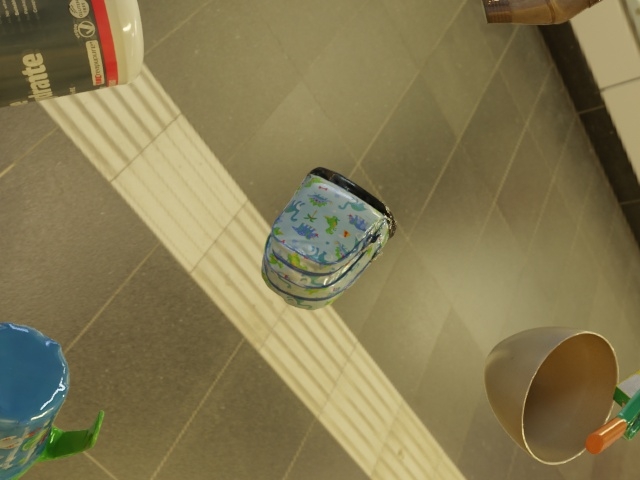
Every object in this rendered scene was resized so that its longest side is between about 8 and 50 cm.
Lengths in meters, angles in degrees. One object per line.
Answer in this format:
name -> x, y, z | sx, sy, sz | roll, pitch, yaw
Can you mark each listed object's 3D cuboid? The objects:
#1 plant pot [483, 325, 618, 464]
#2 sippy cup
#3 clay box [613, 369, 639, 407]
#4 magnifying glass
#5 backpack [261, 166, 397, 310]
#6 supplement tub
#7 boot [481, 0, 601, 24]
plant pot -> 0.462, 0.303, 1.389 | 0.284, 0.191, 0.284 | -7, 104, -29
sippy cup -> -0.508, 0.248, 1.010 | 0.306, 0.224, 0.240 | -5, 62, -48
clay box -> 0.687, 0.277, 1.227 | 0.222, 0.127, 0.053 | -25, 130, -14
magnifying glass -> 0.433, 0.260, 0.929 | 0.231, 0.026, 0.092 | -5, 118, -49
backpack -> 0.000, 0.000, 1.615 | 0.290, 0.273, 0.355 | 35, 69, 8
supplement tub -> -0.334, -0.230, 0.652 | 0.272, 0.191, 0.191 | -17, 94, -19
boot -> 0.154, -0.206, 0.467 | 0.042, 0.087, 0.118 | 36, 43, -70
